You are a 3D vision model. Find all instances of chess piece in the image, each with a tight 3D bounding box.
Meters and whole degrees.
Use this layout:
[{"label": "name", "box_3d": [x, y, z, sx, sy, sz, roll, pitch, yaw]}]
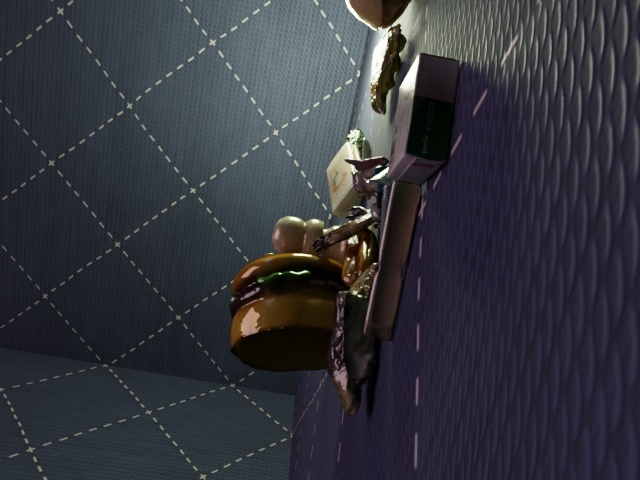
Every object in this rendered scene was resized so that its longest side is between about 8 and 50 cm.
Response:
[{"label": "chess piece", "box_3d": [0.000, 0.000, 1.471, 0.167, 0.300, 0.166, -169, 90, -85]}]

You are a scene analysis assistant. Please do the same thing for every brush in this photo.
[{"label": "brush", "box_3d": [0.145, 0.040, 0.952, 0.050, 0.060, 0.320, -6, -73, -80]}]

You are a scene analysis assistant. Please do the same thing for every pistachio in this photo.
[{"label": "pistachio", "box_3d": [0.189, -0.784, 1.477, 0.309, 0.230, 0.229, -124, 43, -70]}]

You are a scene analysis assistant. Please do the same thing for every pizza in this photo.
[{"label": "pizza", "box_3d": [0.221, -0.567, 1.513, 0.287, 0.075, 0.279, 117, 160, -72]}]

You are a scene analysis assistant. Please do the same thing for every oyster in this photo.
[{"label": "oyster", "box_3d": [0.077, 0.213, 1.092, 0.166, 0.111, 0.340, 151, 130, -85]}]

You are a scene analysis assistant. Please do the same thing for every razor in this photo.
[{"label": "razor", "box_3d": [0.145, -0.044, 1.060, 0.106, 0.068, 0.231, -36, -45, -49]}]

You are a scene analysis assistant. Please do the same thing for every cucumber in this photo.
[{"label": "cucumber", "box_3d": [0.136, -0.359, 2.101, 0.096, 0.097, 0.358, 106, 172, -63]}]

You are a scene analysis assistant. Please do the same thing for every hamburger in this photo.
[{"label": "hamburger", "box_3d": [-0.071, 0.196, 1.387, 0.395, 0.397, 0.277, 105, 165, -56]}]

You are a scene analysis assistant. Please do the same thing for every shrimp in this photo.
[{"label": "shrimp", "box_3d": [0.070, -0.041, 1.366, 0.046, 0.220, 0.152, 58, -172, -18]}]

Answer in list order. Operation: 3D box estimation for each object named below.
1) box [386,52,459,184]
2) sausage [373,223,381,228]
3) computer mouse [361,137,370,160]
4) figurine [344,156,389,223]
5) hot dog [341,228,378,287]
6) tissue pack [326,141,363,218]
[{"label": "box", "box_3d": [0.185, -0.217, 0.869, 0.135, 0.081, 0.198, 120, 158, -79]}, {"label": "sausage", "box_3d": [0.160, -0.039, 1.311, 0.100, 0.015, 0.015, -157, 77, -87]}, {"label": "computer mouse", "box_3d": [0.179, -0.346, 1.850, 0.055, 0.032, 0.110, -84, -5, -64]}, {"label": "figurine", "box_3d": [0.153, -0.142, 1.244, 0.260, 0.103, 0.205, -129, 13, -84]}, {"label": "hot dog", "box_3d": [0.112, 0.046, 1.268, 0.100, 0.068, 0.249, -36, 18, 24]}, {"label": "tissue pack", "box_3d": [0.098, -0.247, 1.882, 0.170, 0.071, 0.325, -54, 26, 31]}]
